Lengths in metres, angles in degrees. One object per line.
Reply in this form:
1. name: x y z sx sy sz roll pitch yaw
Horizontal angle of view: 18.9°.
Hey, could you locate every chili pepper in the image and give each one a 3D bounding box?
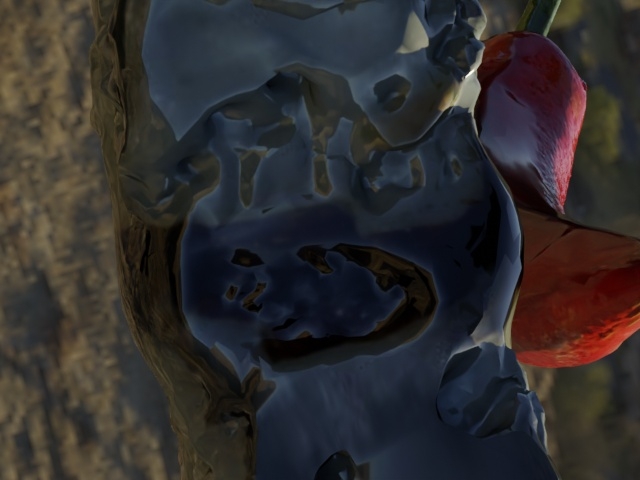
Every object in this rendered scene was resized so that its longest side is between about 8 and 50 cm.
1. chili pepper: 0.093 -0.021 0.845 0.092 0.137 0.368 47 18 -22

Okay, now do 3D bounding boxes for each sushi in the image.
1. sushi: 0.000 0.000 0.577 0.130 0.124 0.332 166 -85 -79
